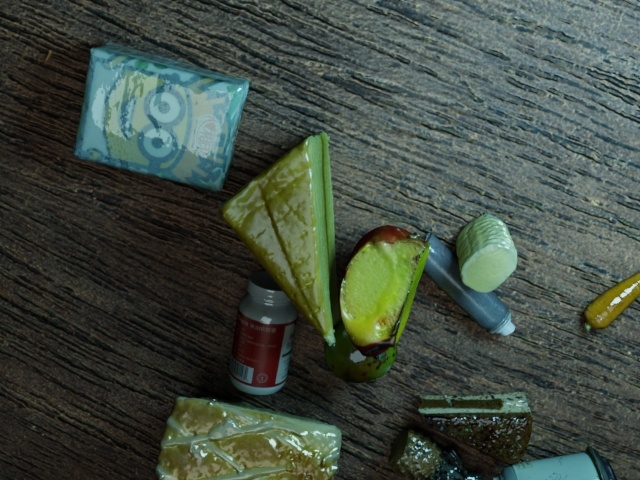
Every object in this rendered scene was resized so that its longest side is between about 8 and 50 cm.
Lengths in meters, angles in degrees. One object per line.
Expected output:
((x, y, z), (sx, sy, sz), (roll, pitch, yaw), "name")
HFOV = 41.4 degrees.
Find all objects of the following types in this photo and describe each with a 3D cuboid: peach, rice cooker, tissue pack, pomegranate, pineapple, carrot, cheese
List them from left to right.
((-0.319, -0.246, 1.706), (0.311, 0.128, 0.228), (14, 109, -2), "tissue pack")
((0.075, 0.213, 1.826), (0.159, 0.159, 0.205), (-37, 73, 15), "pomegranate")
((0.123, 0.095, 1.717), (0.159, 0.154, 0.267), (19, 108, 19), "peach")
((0.272, 0.523, 1.938), (0.237, 0.111, 0.119), (31, 139, -12), "pineapple")
((0.337, 0.025, 1.723), (0.123, 0.167, 0.094), (-39, 106, 18), "cheese")
((0.540, 0.596, 1.849), (0.317, 0.316, 0.264), (-13, 64, 9), "rice cooker")
((0.653, 0.102, 1.784), (0.257, 0.061, 0.061), (-42, 101, 13), "carrot")

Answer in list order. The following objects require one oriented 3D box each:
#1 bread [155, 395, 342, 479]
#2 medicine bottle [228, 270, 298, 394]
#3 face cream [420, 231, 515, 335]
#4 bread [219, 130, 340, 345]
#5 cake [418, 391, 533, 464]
((-0.173, 0.542, 1.831), (0.390, 0.279, 0.371), (11, 83, 1), "bread")
((-0.121, 0.201, 1.839), (0.131, 0.131, 0.250), (11, 109, 1), "medicine bottle")
((0.305, 0.101, 1.800), (0.283, 0.073, 0.073), (43, 107, -10), "face cream")
((0.000, 0.000, 1.684), (0.245, 0.233, 0.361), (-35, 95, 13), "bread")
((0.342, 0.420, 1.888), (0.246, 0.112, 0.135), (-3, 111, 5), "cake")
